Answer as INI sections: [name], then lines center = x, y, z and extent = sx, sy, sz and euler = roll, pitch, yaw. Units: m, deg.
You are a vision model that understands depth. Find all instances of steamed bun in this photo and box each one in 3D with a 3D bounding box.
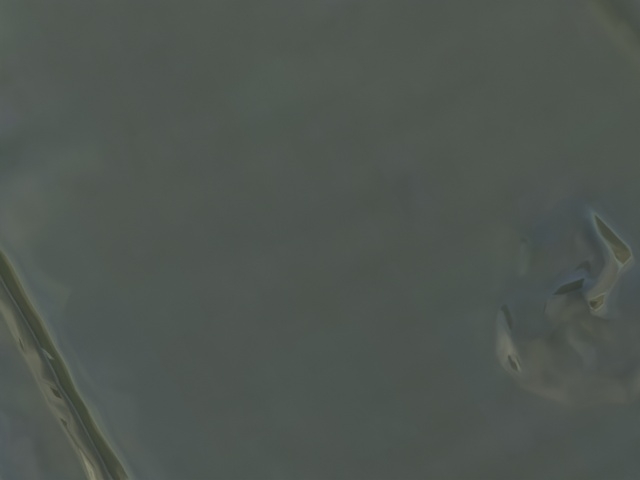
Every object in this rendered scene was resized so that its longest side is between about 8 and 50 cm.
[steamed bun]
center = 0.050, -0.073, 0.515
extent = 0.456, 0.290, 0.371
euler = -25, 98, 12
